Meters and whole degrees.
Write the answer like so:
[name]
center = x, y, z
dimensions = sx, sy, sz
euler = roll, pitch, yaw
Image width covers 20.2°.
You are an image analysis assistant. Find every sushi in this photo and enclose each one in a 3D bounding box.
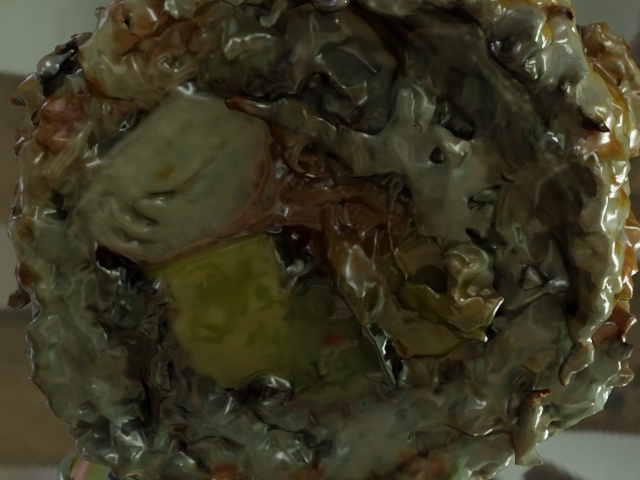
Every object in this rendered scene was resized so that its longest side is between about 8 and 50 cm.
[sushi]
center = -0.002, 0.004, 1.075
dimensions = 0.417, 0.176, 0.417
euler = 2, -68, 4

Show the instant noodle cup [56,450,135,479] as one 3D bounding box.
[instant noodle cup]
center = -0.027, 0.155, 1.383
dimensions = 0.296, 0.296, 0.214
euler = 33, -83, 27
